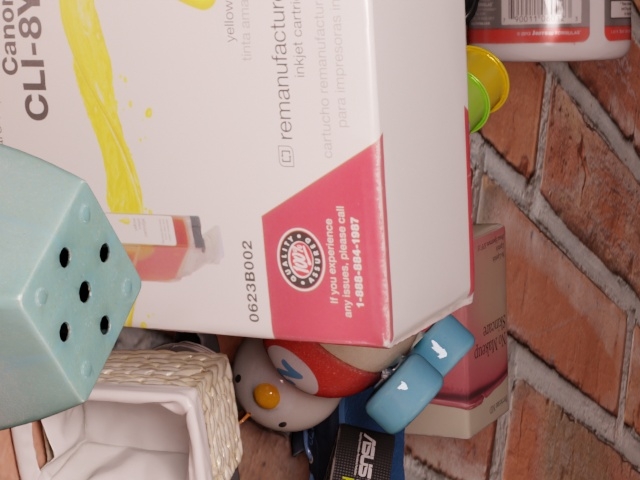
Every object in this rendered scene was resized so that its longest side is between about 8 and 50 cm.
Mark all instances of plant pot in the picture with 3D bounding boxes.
[{"bbox_3d":[-0.250,0.028,1.202,0.165,0.234,0.165,66,35,-43],"label":"plant pot"}]

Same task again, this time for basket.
[{"bbox_3d":[-0.154,0.155,1.501,0.103,0.167,0.113,-44,131,-62],"label":"basket"}]

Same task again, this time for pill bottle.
[{"bbox_3d":[0.291,-0.411,2.343,0.210,0.210,0.363,-14,105,-64],"label":"pill bottle"}]

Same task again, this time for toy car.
[{"bbox_3d":[-0.020,0.116,1.745,0.219,0.238,0.210,43,26,2],"label":"toy car"}]

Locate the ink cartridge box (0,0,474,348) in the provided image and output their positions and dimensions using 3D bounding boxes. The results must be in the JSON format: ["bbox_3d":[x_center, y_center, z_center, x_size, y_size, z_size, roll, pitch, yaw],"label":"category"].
[{"bbox_3d":[-0.095,-0.082,1.351,0.160,0.385,0.279,-26,115,-58],"label":"ink cartridge box"}]

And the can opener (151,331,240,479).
[{"bbox_3d":[-0.100,0.213,1.721,0.095,0.076,0.283,-43,131,-55],"label":"can opener"}]

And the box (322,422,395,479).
[{"bbox_3d":[0.007,0.348,1.796,0.216,0.060,0.270,-80,-176,-53],"label":"box"}]

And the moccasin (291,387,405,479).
[{"bbox_3d":[0.013,0.211,1.925,0.138,0.117,0.342,-21,116,-50],"label":"moccasin"}]

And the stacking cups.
[{"bbox_3d":[0.119,-0.130,2.162,0.316,0.096,0.096,-44,131,-50],"label":"stacking cups"}]

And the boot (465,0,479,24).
[{"bbox_3d":[0.107,-0.373,2.086,0.207,0.094,0.246,10,76,-68],"label":"boot"}]

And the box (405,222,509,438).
[{"bbox_3d":[0.139,0.102,2.158,0.148,0.127,0.232,-22,111,-63],"label":"box"}]
